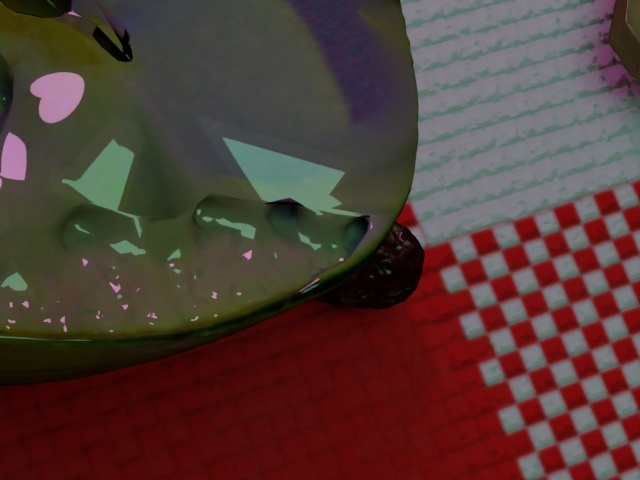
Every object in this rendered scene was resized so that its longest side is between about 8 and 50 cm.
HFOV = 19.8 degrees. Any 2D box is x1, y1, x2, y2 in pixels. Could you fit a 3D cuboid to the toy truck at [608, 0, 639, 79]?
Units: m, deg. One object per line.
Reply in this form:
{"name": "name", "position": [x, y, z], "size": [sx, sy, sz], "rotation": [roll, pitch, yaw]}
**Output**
{"name": "toy truck", "position": [0.334, -0.256, 1.224], "size": [0.254, 0.180, 0.405], "rotation": [12, 72, -7]}

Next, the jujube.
{"name": "jujube", "position": [0.000, 0.000, 1.075], "size": [0.129, 0.077, 0.077], "rotation": [21, 67, -16]}

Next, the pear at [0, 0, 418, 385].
{"name": "pear", "position": [-0.160, -0.071, 0.941], "size": [0.398, 0.165, 0.399], "rotation": [13, 53, -18]}
